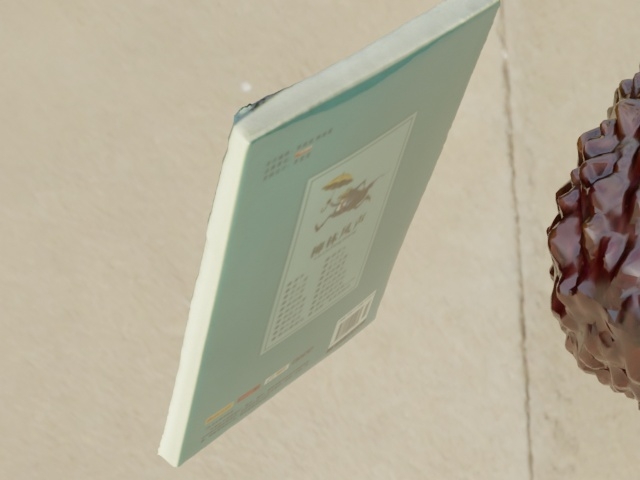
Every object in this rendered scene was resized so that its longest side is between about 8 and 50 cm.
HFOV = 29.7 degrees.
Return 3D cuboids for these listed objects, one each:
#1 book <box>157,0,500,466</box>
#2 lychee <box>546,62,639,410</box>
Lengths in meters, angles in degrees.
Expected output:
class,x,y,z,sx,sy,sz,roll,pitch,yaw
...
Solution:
class,x,y,z,sx,sy,sz,roll,pitch,yaw
book,0.000,0.000,0.919,0.031,0.379,0.264,40,49,20
lychee,0.302,0.015,0.781,0.306,0.306,0.330,32,106,23
